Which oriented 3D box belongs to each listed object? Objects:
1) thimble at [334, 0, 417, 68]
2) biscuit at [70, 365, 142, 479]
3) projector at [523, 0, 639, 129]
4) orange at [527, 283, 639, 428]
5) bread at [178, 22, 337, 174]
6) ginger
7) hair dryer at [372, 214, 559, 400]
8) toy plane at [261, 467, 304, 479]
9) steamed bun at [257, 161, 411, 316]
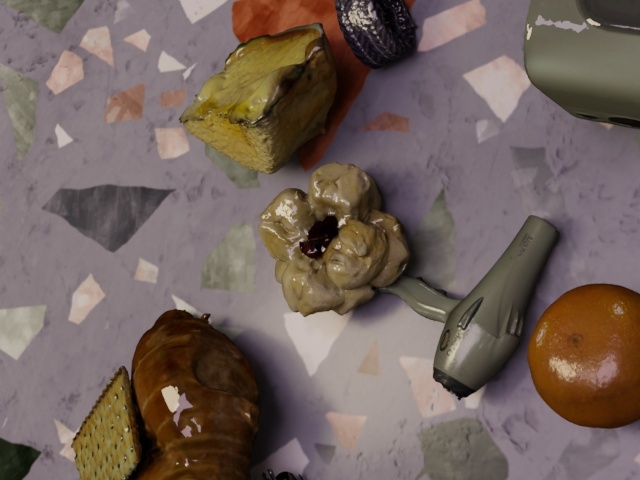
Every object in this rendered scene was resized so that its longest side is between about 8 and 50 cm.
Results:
[{"bbox_3d":[0.071,-0.277,1.370,0.066,0.095,0.104,-22,106,34],"label":"thimble"},{"bbox_3d":[-0.273,0.265,1.371,0.203,0.016,0.144,-54,42,40],"label":"biscuit"},{"bbox_3d":[0.378,-0.239,1.093,0.249,0.248,0.248,15,89,31],"label":"projector"},{"bbox_3d":[0.299,0.124,1.145,0.156,0.124,0.156,-20,55,32],"label":"orange"},{"bbox_3d":[-0.055,-0.171,1.393,0.174,0.133,0.251,-52,26,-20],"label":"bread"},{"bbox_3d":[-0.179,0.252,1.381,0.274,0.152,0.358,-27,61,55],"label":"ginger"},{"bbox_3d":[0.179,0.043,1.269,0.219,0.088,0.225,-43,48,9],"label":"hair dryer"},{"bbox_3d":[-0.031,0.332,1.336,0.031,0.049,0.121,-29,85,23],"label":"toy plane"},{"bbox_3d":[0.000,0.000,1.331,0.192,0.106,0.178,-37,52,26],"label":"steamed bun"}]
